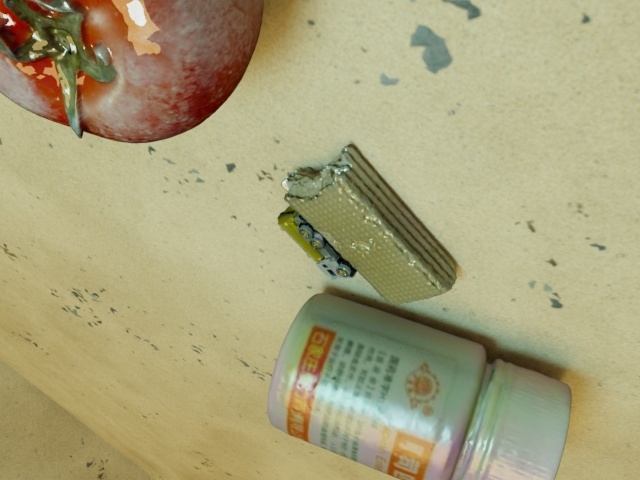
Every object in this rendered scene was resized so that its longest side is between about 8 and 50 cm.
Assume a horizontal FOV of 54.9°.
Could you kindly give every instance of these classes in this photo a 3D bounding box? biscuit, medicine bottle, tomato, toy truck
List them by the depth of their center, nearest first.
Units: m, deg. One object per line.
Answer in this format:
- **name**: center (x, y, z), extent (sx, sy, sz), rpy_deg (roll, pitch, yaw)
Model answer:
- **tomato**: center (-0.181, -0.222, 0.532), extent (0.270, 0.227, 0.270), rpy_deg (9, 142, 7)
- **biscuit**: center (0.063, -0.010, 0.777), extent (0.108, 0.061, 0.239), rpy_deg (-20, 123, 46)
- **toy truck**: center (0.000, 0.000, 0.838), extent (0.063, 0.052, 0.123), rpy_deg (-15, 126, 49)
- **medicine bottle**: center (0.137, 0.233, 0.894), extent (0.388, 0.219, 0.219), rpy_deg (17, 143, 13)
